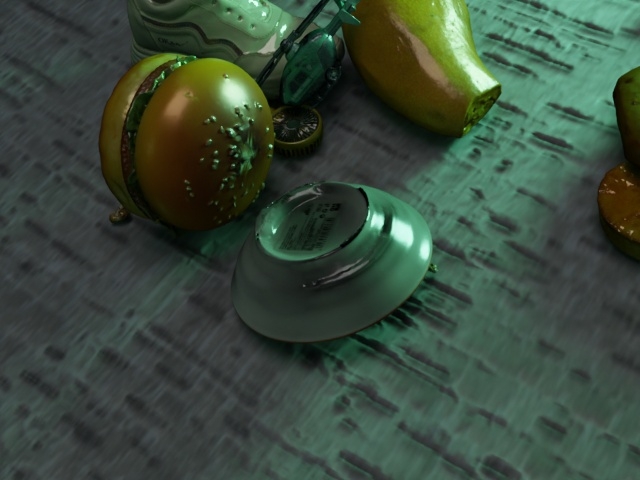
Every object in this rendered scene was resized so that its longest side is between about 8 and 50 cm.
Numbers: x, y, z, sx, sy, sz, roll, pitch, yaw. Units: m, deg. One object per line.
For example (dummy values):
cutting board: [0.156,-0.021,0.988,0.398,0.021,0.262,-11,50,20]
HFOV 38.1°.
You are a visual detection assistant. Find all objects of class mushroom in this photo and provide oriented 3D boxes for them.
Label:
mushroom: [-0.199,-0.121,1.338,0.028,0.026,0.286,37,65,14]

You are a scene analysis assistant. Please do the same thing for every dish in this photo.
dish: [0.000,0.000,1.129,0.260,0.085,0.260,-14,40,11]

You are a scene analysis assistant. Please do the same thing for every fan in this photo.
fan: [-0.066,-0.168,1.333,0.155,0.039,0.082,27,61,25]

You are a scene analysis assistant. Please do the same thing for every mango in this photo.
mango: [0.130,-0.289,1.325,0.187,0.144,0.359,-10,57,-9]

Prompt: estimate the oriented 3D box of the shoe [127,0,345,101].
shoe: [-0.137,-0.324,1.352,0.342,0.210,0.132,8,47,15]

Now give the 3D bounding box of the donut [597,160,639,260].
donut: [0.410,-0.033,1.131,0.152,0.058,0.151,-5,51,7]

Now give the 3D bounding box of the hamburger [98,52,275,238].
hamburger: [-0.153,-0.121,1.190,0.170,0.246,0.246,13,56,35]

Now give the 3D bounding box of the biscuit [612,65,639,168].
biscuit: [0.544,-0.143,1.159,0.359,0.046,0.359,1,44,-1]

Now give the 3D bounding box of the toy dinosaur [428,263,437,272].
toy dinosaur: [0.053,0.047,1.155,0.180,0.037,0.058,7,42,9]

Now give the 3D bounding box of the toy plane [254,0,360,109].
toy plane: [-0.005,-0.265,1.280,0.235,0.096,0.060,-49,18,25]
